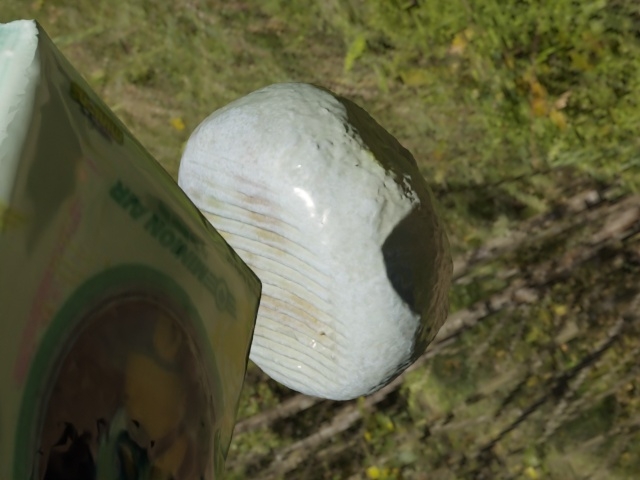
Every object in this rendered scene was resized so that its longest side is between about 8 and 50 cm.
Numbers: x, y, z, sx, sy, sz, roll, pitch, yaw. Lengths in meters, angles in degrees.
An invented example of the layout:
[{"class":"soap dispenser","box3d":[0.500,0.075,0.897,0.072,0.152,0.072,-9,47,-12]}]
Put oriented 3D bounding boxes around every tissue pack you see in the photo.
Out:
[{"class":"tissue pack","box3d":[-0.174,0.125,0.592,0.287,0.162,0.388,53,-138,-53]}]

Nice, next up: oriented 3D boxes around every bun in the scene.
[{"class":"bun","box3d":[0.000,0.000,1.240,0.362,0.211,0.362,29,136,32]}]
